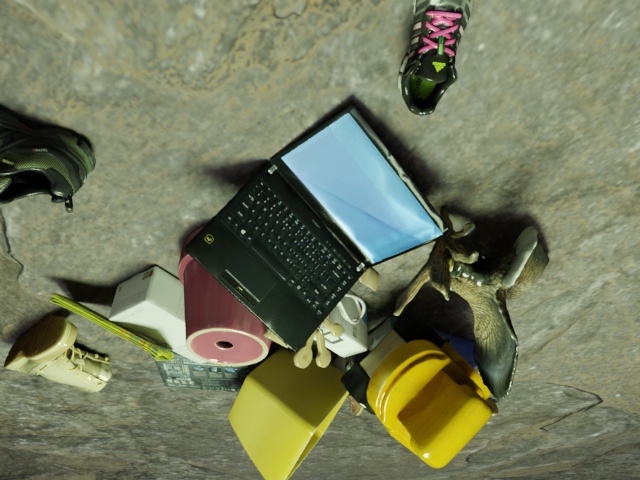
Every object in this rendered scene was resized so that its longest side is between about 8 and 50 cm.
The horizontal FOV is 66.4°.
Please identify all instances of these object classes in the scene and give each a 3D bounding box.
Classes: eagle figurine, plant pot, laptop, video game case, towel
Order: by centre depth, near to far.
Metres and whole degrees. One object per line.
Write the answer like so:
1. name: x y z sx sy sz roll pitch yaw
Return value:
1. laptop: 0.000 0.000 0.669 0.234 0.264 0.136 47 165 -21
2. eagle figurine: 0.270 0.086 0.785 0.226 0.225 0.298 -41 116 15
3. plant pot: -0.142 0.098 0.811 0.201 0.180 0.201 0 142 0
4. towel: -0.394 0.169 0.934 0.237 0.021 0.102 27 163 4
5. plant pot: -0.077 0.371 1.086 0.187 0.212 0.212 34 118 16
6. video game case: 0.206 0.287 1.131 0.269 0.061 0.244 19 137 -21

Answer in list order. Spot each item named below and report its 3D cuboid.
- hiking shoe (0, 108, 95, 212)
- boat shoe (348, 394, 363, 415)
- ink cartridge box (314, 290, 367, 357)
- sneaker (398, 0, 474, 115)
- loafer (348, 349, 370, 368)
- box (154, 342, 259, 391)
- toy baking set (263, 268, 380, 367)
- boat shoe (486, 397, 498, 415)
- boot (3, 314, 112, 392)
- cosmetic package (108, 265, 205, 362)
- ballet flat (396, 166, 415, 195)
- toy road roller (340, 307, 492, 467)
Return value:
1. hiking shoe: -0.415 -0.106 0.616 0.226 0.114 0.086 13 139 -14
2. boat shoe: 0.102 0.402 1.283 0.060 0.064 0.178 28 142 16
3. ink cartridge box: 0.014 0.132 0.909 0.060 0.104 0.180 -24 135 31
4. sneaker: 0.123 -0.204 0.514 0.063 0.075 0.171 5 141 -5
5. loafer: 0.096 0.297 1.052 0.062 0.061 0.170 -11 135 20
6. box: -0.258 0.289 1.144 0.232 0.059 0.184 4 142 -3
7. toy baking set: 0.003 0.095 0.816 0.030 0.256 0.197 6 131 44
8. boat shoe: 0.410 0.452 1.328 0.170 0.063 0.059 25 130 -27
9. boot: -0.551 0.262 1.089 0.261 0.095 0.203 -27 133 33
10. cosmetic package: -0.278 0.153 0.959 0.117 0.086 0.231 -24 136 29
11. ballet flat: 0.094 -0.038 0.739 0.057 0.049 0.173 8 140 -9
12. toy road roller: 0.215 0.310 0.903 0.202 0.240 0.329 -46 120 0
